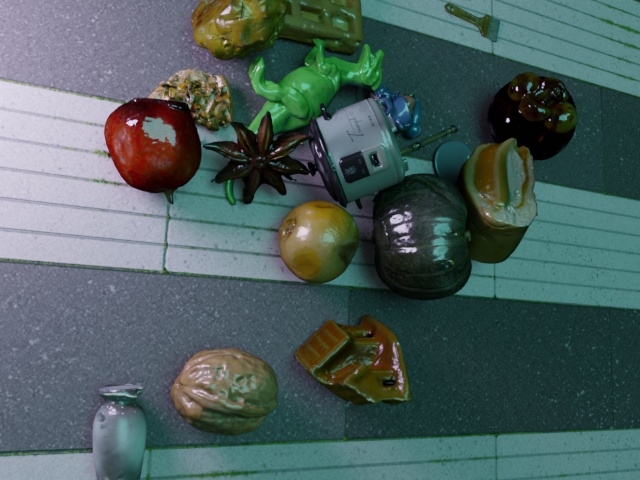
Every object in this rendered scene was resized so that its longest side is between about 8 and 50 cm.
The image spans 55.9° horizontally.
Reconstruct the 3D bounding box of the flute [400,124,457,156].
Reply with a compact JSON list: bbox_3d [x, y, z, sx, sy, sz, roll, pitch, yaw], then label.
[{"bbox_3d":[0.318,-0.296,1.798,0.233,0.027,0.027,-27,94,-26],"label":"flute"}]

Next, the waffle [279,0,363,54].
[{"bbox_3d":[-0.018,-0.710,1.670,0.305,0.078,0.347,3,82,-26],"label":"waffle"}]

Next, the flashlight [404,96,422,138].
[{"bbox_3d":[0.274,-0.361,1.775,0.051,0.051,0.128,12,74,-24],"label":"flashlight"}]

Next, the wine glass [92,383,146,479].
[{"bbox_3d":[-0.429,0.413,1.290,0.111,0.111,0.204,4,79,-25],"label":"wine glass"}]

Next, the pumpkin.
[{"bbox_3d":[0.261,-0.009,1.587,0.258,0.291,0.327,-4,67,10],"label":"pumpkin"}]

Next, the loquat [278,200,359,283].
[{"bbox_3d":[0.000,0.004,1.509,0.213,0.213,0.212,4,81,-25],"label":"loquat"}]

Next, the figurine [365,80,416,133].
[{"bbox_3d":[0.212,-0.397,1.718,0.145,0.114,0.178,-39,91,-14],"label":"figurine"}]

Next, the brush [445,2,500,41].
[{"bbox_3d":[0.492,-0.717,1.949,0.218,0.010,0.082,17,76,-23],"label":"brush"}]

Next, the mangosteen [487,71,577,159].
[{"bbox_3d":[0.657,-0.382,1.829,0.233,0.288,0.287,-8,86,-31],"label":"mangosteen"}]

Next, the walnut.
[{"bbox_3d":[-0.210,0.340,1.365,0.245,0.198,0.198,19,75,-18],"label":"walnut"}]

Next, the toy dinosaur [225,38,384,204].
[{"bbox_3d":[-0.041,-0.309,1.600,0.375,0.144,0.499,11,93,-25],"label":"toy dinosaur"}]

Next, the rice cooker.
[{"bbox_3d":[0.078,-0.214,1.493,0.227,0.241,0.280,-21,117,3],"label":"rice cooker"}]

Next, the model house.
[{"bbox_3d":[0.073,0.303,1.494,0.239,0.268,0.173,4,101,-24],"label":"model house"}]

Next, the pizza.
[{"bbox_3d":[-0.315,-0.358,1.482,0.227,0.069,0.147,13,79,-24],"label":"pizza"}]

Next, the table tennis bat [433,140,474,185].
[{"bbox_3d":[0.446,-0.245,1.848,0.237,0.038,0.149,-24,92,-22],"label":"table tennis bat"}]

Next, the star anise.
[{"bbox_3d":[-0.147,-0.211,1.455,0.272,0.272,0.102,17,37,-22],"label":"star anise"}]

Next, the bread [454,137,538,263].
[{"bbox_3d":[0.462,-0.095,1.700,0.211,0.341,0.300,10,64,5],"label":"bread"}]

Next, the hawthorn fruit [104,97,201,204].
[{"bbox_3d":[-0.368,-0.203,1.362,0.215,0.215,0.249,-26,107,-26],"label":"hawthorn fruit"}]

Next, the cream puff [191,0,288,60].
[{"bbox_3d":[-0.180,-0.560,1.486,0.185,0.282,0.281,35,68,-36],"label":"cream puff"}]
